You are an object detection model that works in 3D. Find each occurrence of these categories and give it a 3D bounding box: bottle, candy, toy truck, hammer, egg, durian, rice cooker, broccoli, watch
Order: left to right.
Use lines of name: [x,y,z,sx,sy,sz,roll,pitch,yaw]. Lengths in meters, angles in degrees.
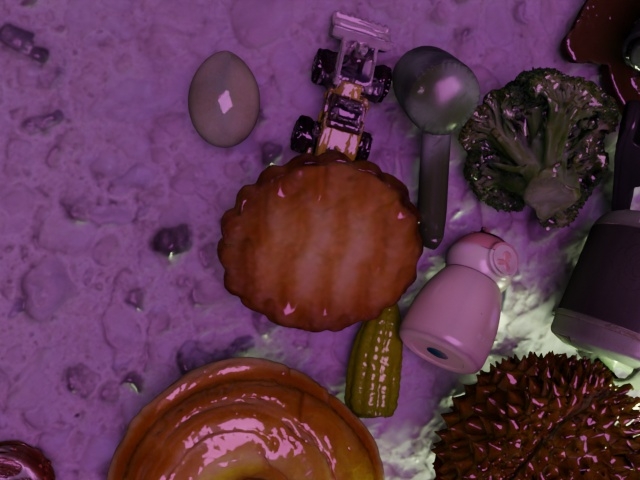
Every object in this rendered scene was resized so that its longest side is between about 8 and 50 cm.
egg: [-0.153,-0.224,1.210,0.114,0.114,0.152,2,94,-10]
toy truck: [0.043,-0.233,1.246,0.136,0.111,0.285,14,91,-12]
candy: [0.096,0.198,1.291,0.097,0.097,0.209,11,85,-10]
hammer: [0.181,-0.142,1.260,0.119,0.206,0.335,-1,112,-2]
bottle: [0.242,0.088,1.265,0.148,0.147,0.236,34,71,-10]
durian: [0.346,0.355,1.213,0.347,0.347,0.384,44,102,-9]
broccoli: [0.365,-0.147,1.253,0.261,0.241,0.269,34,132,-15]
rice cooker: [0.549,0.113,1.265,0.288,0.288,0.277,25,85,-10]
watch: [0.615,-0.321,1.230,0.335,0.327,0.314,33,87,-9]

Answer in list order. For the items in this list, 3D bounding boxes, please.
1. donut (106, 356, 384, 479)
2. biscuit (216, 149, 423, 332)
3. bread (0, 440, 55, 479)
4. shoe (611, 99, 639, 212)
donut: [-0.114,0.406,1.212,0.449,0.198,0.448,-1,96,-8]
biscuit: [0.000,0.000,1.213,0.326,0.107,0.325,-2,122,-3]
bread: [-0.501,0.399,1.205,0.161,0.073,0.160,0,92,-10]
shoe: [0.546,-0.134,1.286,0.093,0.241,0.108,10,53,23]
